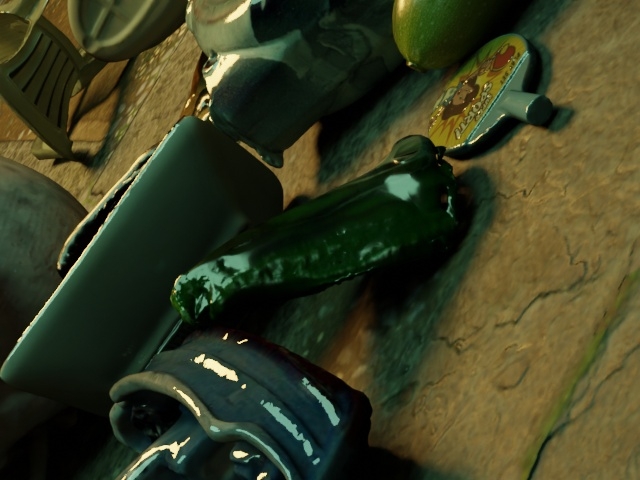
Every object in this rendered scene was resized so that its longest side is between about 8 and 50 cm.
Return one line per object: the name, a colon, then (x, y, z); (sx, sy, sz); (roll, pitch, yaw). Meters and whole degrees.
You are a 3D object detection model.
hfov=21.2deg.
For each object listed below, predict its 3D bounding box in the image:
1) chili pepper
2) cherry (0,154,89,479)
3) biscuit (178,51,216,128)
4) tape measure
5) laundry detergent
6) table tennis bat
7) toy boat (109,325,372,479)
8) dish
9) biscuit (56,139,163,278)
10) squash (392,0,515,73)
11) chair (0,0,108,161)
chili pepper: (0.002, 0.002, 1.146); (0.216, 0.062, 0.108); (-29, 20, -9)
cherry: (-0.329, 0.057, 1.467); (0.326, 0.335, 0.291); (-14, 24, 34)
biscuit: (-0.072, -0.176, 1.620); (0.319, 0.047, 0.183); (-62, 21, -12)
tape measure: (0.006, -0.227, 1.406); (0.256, 0.147, 0.275); (-42, 28, 27)
laundry detergent: (-0.091, -0.347, 1.688); (0.398, 0.125, 0.264); (-51, -6, -50)
table tennis bat: (0.119, -0.098, 1.180); (0.100, 0.019, 0.155); (-55, 21, 0)
toy boat: (-0.068, 0.138, 1.082); (0.142, 0.129, 0.309); (-47, 21, -17)
dish: (-0.110, 0.042, 1.301); (0.080, 0.182, 0.243); (37, 91, 25)
biscuit: (-0.123, -0.012, 1.385); (0.151, 0.063, 0.235); (-58, -14, 1)
squash: (0.155, -0.272, 1.254); (0.341, 0.094, 0.094); (-56, 23, -4)
chair: (-0.323, -0.221, 1.965); (0.191, 0.203, 0.274); (-8, 46, 45)
